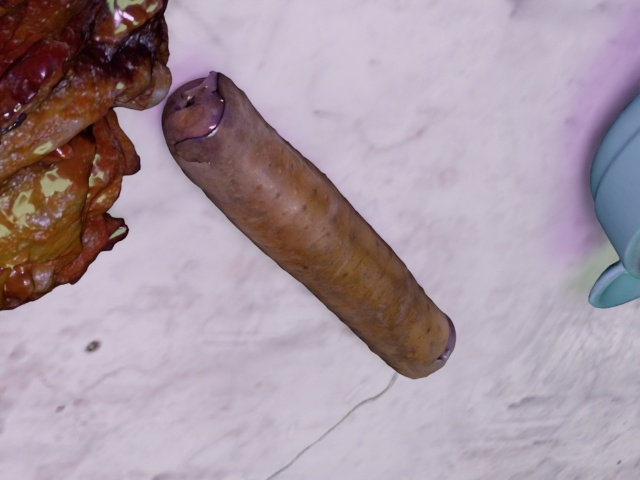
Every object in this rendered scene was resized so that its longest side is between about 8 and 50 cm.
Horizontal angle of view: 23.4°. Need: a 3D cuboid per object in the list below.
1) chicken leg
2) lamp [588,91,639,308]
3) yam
[{"bbox_3d":[-0.156,0.021,0.583,0.322,0.083,0.177,-50,158,6],"label":"chicken leg"},{"bbox_3d":[0.251,-0.066,0.797,0.209,0.147,0.284,-18,137,-26],"label":"lamp"},{"bbox_3d":[0.000,0.000,0.722,0.046,0.046,0.264,-43,143,1],"label":"yam"}]
